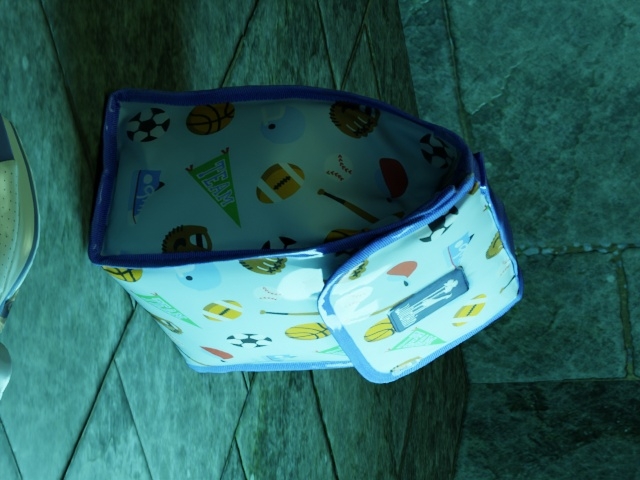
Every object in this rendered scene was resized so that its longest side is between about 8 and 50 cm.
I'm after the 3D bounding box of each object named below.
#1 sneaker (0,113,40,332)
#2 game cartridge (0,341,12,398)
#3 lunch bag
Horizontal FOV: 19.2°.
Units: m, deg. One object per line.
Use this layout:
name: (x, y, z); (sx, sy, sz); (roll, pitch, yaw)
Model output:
sneaker: (-0.292, 0.028, 1.313); (0.182, 0.127, 0.315); (56, 36, -68)
game cartridge: (-0.307, 0.154, 1.056); (0.294, 0.060, 0.196); (-53, 156, -2)
lunch bag: (0.000, 0.000, 1.940); (0.328, 0.386, 0.239); (59, 31, -64)
